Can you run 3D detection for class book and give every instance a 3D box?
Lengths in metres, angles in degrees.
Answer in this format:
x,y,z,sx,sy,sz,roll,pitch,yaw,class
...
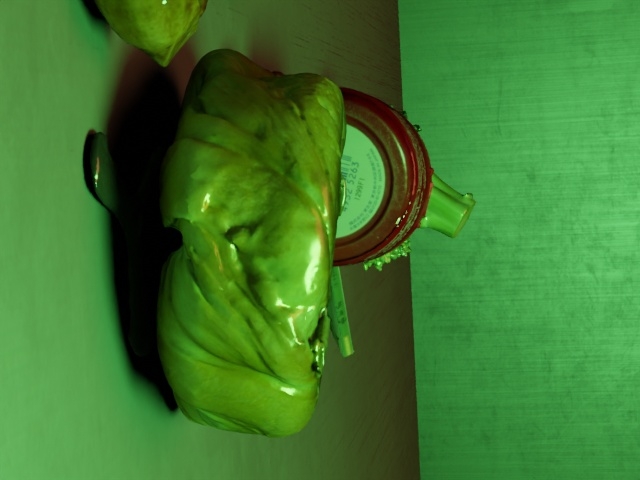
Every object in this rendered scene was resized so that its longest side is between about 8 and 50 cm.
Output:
x,y,z,sx,sy,sz,roll,pitch,yaw,class
0.000,0.000,1.717,0.201,0.026,0.289,-115,-167,-58,book

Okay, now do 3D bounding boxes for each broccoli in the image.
x,y,z,sx,sy,sz,roll,pitch,yaw,class
0.098,-0.077,1.943,0.260,0.235,0.288,54,18,6,broccoli

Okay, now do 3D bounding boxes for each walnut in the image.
x,y,z,sx,sy,sz,roll,pitch,yaw,class
-0.137,-0.236,0.939,0.116,0.115,0.207,-72,158,-63,walnut

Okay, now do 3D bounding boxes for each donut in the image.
x,y,z,sx,sy,sz,roll,pitch,yaw,class
-0.063,-0.003,1.105,0.360,0.170,0.360,5,90,-90,donut

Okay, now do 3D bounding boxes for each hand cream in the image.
x,y,z,sx,sy,sz,roll,pitch,yaw,class
0.023,-0.077,1.478,0.149,0.230,0.230,-17,104,-79,hand cream

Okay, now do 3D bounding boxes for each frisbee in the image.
x,y,z,sx,sy,sz,roll,pitch,yaw,class
-0.158,-0.029,1.041,0.187,0.012,0.211,-80,165,-52,frisbee

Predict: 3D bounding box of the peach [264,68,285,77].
x,y,z,sx,sy,sz,roll,pitch,yaw,class
-0.068,-0.148,1.367,0.101,0.100,0.101,-2,90,-80,peach
